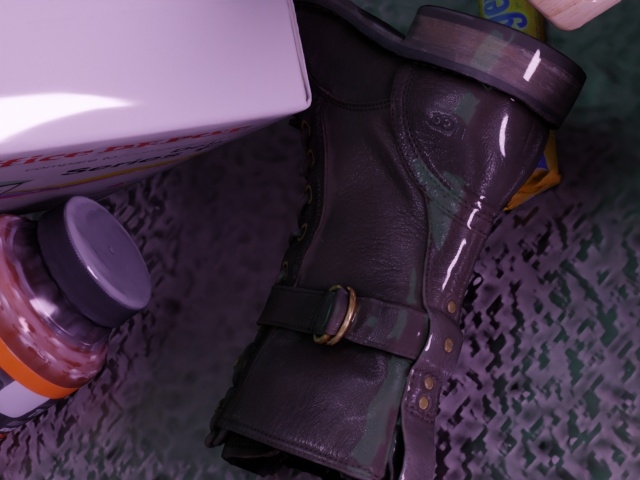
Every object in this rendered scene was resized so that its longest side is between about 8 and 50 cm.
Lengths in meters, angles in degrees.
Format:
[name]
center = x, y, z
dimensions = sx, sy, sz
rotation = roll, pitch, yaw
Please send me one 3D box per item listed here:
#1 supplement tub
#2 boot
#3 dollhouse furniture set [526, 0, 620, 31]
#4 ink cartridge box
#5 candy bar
[supplement tub]
center = -0.187, 0.056, 0.957
dimensions = 0.198, 0.106, 0.106
rotation = -32, 43, 18
[boot]
center = 0.000, 0.000, 0.856
dimensions = 0.263, 0.091, 0.229
rotation = 17, 81, 58
[dollhouse furniture set]
center = 0.124, -0.186, 0.676
dimensions = 0.152, 0.374, 0.201
rotation = -33, 44, 23
[ink cartridge box]
center = -0.160, -0.080, 0.886
dimensions = 0.278, 0.201, 0.117
rotation = -17, 85, 60
[candy bar]
center = 0.097, -0.080, 0.884
dimensions = 0.040, 0.018, 0.161
rotation = -23, 46, 27
